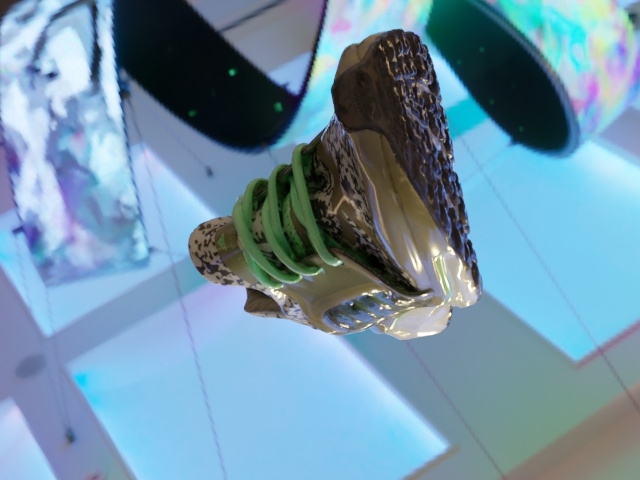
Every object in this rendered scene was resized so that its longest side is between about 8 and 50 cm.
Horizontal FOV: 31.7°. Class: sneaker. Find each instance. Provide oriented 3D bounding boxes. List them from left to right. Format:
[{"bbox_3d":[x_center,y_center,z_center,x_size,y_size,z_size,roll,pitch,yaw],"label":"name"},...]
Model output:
[{"bbox_3d":[0.000,0.000,0.761,0.182,0.410,0.158,-12,-108,-2],"label":"sneaker"}]
